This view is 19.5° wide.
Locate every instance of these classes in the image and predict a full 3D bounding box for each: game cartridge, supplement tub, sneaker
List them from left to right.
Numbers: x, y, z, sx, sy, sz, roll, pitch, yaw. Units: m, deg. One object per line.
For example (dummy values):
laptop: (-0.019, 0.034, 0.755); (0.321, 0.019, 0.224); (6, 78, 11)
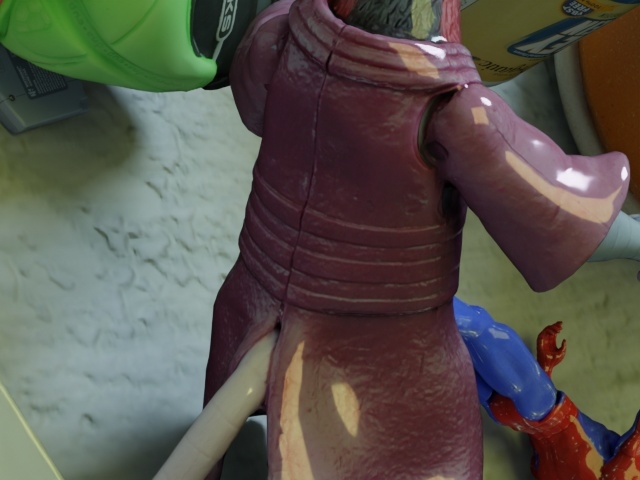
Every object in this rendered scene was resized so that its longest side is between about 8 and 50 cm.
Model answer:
game cartridge: (-0.158, -0.097, 0.961); (0.056, 0.017, 0.083); (-22, 85, -49)
sneaker: (-0.109, -0.292, 1.017); (0.202, 0.185, 0.483); (25, 57, -53)
supplement tub: (0.112, -0.178, 1.109); (0.144, 0.199, 0.144); (19, 59, -34)

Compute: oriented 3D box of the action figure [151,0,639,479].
action figure: (0.000, 0.000, 0.835); (0.275, 0.248, 0.370); (-20, 125, -47)

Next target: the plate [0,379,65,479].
plate: (-0.201, 0.179, 0.768); (0.277, 0.045, 0.278); (-38, 97, -46)

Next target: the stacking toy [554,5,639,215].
stacking toy: (0.351, -0.153, 1.064); (0.350, 0.480, 0.351); (1, 83, -6)

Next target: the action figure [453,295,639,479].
action figure: (0.127, 0.057, 1.082); (0.280, 0.091, 0.139); (46, 59, -15)
